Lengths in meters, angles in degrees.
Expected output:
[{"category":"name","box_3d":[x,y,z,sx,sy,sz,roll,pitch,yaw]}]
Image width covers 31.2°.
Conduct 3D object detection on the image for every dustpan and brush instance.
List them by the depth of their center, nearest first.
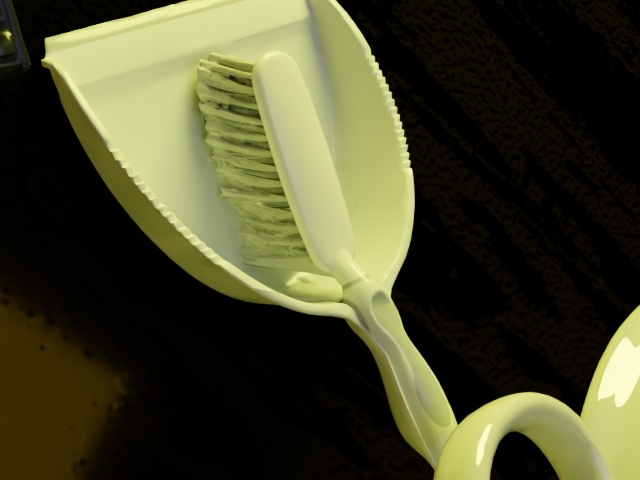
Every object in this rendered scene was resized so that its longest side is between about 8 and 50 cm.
[{"category":"dustpan and brush","box_3d":[0.000,0.000,0.443,0.147,0.060,0.211,-28,100,-43]}]

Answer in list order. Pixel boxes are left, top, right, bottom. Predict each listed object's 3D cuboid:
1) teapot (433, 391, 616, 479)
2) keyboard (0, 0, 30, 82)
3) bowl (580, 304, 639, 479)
[{"category":"teapot","box_3d":[0.147,0.207,0.433,0.187,0.252,0.256,-64,165,-51]},{"category":"keyboard","box_3d":[-0.144,-0.135,0.367,0.108,0.023,0.180,-18,94,-37]},{"category":"bowl","box_3d":[0.274,0.163,0.616,0.298,0.134,0.298,11,74,-42]}]
